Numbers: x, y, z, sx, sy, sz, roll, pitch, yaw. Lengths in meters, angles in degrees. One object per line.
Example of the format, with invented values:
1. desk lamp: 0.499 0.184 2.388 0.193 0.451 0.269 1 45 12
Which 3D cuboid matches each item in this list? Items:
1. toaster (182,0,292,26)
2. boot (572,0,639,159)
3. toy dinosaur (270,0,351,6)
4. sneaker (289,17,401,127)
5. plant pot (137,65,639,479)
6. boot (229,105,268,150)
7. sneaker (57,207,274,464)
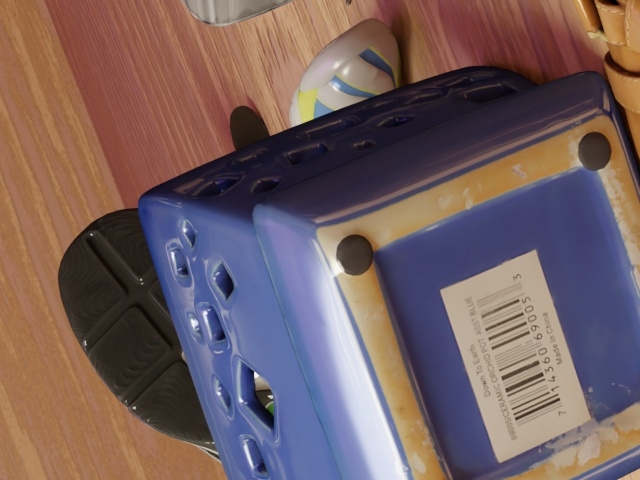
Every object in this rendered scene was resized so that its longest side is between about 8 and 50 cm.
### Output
1. toaster: -0.070 -0.255 1.164 0.227 0.129 0.146 63 170 16
2. boot: 0.124 -0.135 0.645 0.283 0.109 0.220 30 144 59
3. toy dinosaur: -0.026 -0.309 0.987 0.160 0.121 0.313 22 128 57
4. sneaker: 0.045 -0.057 1.153 0.126 0.091 0.240 45 160 16
5. plant pot: 0.063 0.041 0.872 0.212 0.236 0.236 3 113 70
6. boot: -0.069 -0.079 1.669 0.114 0.037 0.106 131 119 -81
7. sneaker: -0.060 0.169 1.505 0.447 0.169 0.257 40 166 21
